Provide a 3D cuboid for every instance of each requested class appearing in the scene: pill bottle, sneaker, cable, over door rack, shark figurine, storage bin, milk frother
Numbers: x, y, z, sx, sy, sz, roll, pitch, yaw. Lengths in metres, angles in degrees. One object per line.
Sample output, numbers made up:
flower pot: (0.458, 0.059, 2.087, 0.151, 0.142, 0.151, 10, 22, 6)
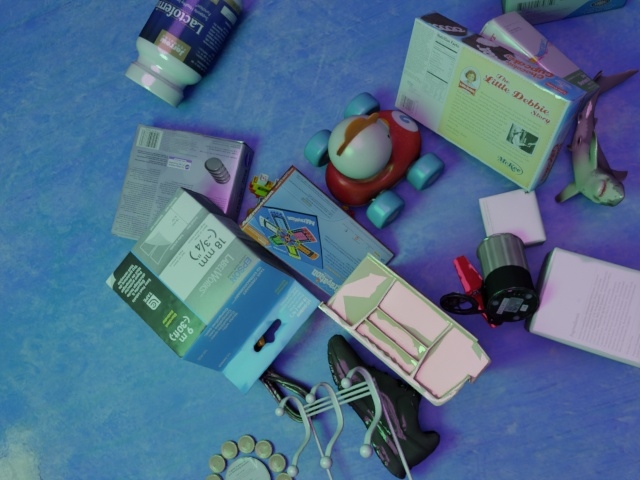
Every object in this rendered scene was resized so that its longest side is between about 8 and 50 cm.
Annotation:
pill bottle: (-0.287, -0.422, 1.381, 0.153, 0.153, 0.265, 32, 93, 15)
sneaker: (0.114, 0.291, 1.242, 0.130, 0.109, 0.286, -33, 85, -1)
cable: (-0.125, 0.250, 1.309, 0.139, 0.072, 0.287, -36, 76, 9)
over door rack: (0.061, 0.401, 1.153, 0.239, 0.108, 0.324, -35, 83, 47)
shark figurine: (0.511, -0.163, 1.198, 0.116, 0.166, 0.279, 12, 68, -10)
storage bin: (0.159, 0.155, 1.152, 0.260, 0.262, 0.123, 40, 92, 15)
milk frother: (0.278, 0.065, 1.126, 0.143, 0.135, 0.129, 22, 129, -17)

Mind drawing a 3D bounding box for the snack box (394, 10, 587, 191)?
snack box: (0.284, -0.249, 1.174, 0.060, 0.187, 0.322, -31, 57, -34)

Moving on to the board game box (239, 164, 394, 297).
board game box: (0.000, 0.000, 1.231, 0.145, 0.281, 0.027, -48, 31, 4)

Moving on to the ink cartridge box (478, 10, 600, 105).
ink cartridge box: (0.361, -0.280, 1.195, 0.212, 0.093, 0.154, 46, 140, 14)

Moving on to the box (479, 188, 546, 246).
box: (0.349, -0.034, 1.212, 0.101, 0.087, 0.101, -12, 81, 12)

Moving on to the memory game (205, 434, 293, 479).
memory game: (-0.144, 0.482, 1.322, 0.186, 0.012, 0.186, -1, 84, 15)

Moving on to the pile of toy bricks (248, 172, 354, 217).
pile of toy bricks: (-0.050, -0.041, 1.308, 0.212, 0.105, 0.118, 19, 67, -15)

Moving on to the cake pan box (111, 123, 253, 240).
cake pan box: (-0.295, -0.104, 1.394, 0.266, 0.070, 0.246, 11, 85, 15)

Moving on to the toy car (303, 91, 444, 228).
toy car: (0.091, -0.175, 1.205, 0.210, 0.238, 0.219, -43, 75, -3)

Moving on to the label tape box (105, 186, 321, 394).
label tape box: (-0.205, 0.095, 1.257, 0.333, 0.106, 0.241, 40, 95, 17)

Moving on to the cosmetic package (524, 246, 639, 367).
cosmetic package: (0.462, 0.112, 1.135, 0.183, 0.151, 0.152, 18, 89, 14)

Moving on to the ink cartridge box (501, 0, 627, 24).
ink cartridge box: (0.423, -0.497, 1.128, 0.223, 0.307, 0.129, -7, 83, 13)

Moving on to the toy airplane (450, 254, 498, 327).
toy airplane: (0.316, 0.085, 1.239, 0.151, 0.028, 0.151, -1, 86, 13)

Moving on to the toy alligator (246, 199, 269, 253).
toy alligator: (-0.124, -0.003, 1.351, 0.051, 0.056, 0.190, -9, 81, 56)
